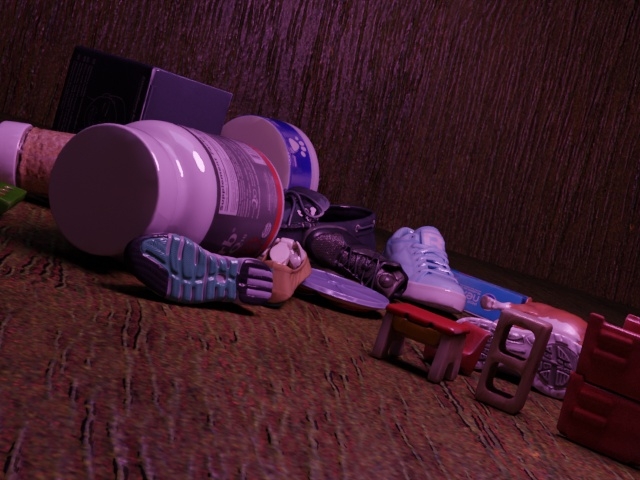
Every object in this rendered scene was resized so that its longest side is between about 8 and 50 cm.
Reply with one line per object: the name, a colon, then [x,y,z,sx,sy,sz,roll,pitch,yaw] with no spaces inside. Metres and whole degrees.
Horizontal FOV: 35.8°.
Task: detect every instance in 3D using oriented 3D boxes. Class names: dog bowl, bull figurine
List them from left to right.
dog bowl: [-0.138,-0.142,2.194,0.265,0.265,0.104,22,8,35]
bull figurine: [0.378,0.163,1.672,0.188,0.101,0.310,9,7,-35]

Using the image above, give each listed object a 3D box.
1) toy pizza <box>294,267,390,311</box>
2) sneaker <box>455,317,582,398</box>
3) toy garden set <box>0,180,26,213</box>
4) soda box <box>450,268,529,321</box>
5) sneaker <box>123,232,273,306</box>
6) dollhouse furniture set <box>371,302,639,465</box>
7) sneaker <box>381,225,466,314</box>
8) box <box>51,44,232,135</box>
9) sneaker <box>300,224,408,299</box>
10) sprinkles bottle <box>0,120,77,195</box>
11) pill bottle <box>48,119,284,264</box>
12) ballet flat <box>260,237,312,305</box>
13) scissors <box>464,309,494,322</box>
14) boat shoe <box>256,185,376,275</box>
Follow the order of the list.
toy pizza: [0.019,0.085,1.648,0.201,0.032,0.201,19,6,-2]
sneaker: [0.303,0.166,1.467,0.232,0.090,0.115,20,2,11]
toy garden set: [-0.550,-0.077,1.359,0.244,0.049,0.204,22,9,-8]
soda box: [0.333,0.119,2.107,0.210,0.071,0.067,21,5,29]
sneaker: [-0.172,0.048,1.284,0.224,0.083,0.098,19,-17,-40]
dollhouse furniture set: [0.286,0.141,1.286,0.374,0.152,0.201,21,6,28]
sneaker: [0.205,0.045,2.029,0.135,0.150,0.366,15,6,-20]
box: [-0.423,-0.253,2.247,0.212,0.293,0.395,13,8,-41]
sneaker: [0.075,0.043,1.846,0.227,0.087,0.130,32,-4,-25]
sprinkles bottle: [-0.374,-0.118,1.686,0.355,0.121,0.121,9,6,-2]
pill bottle: [-0.213,-0.061,1.430,0.210,0.210,0.363,20,6,21]
ballet flat: [-0.053,0.034,1.504,0.080,0.073,0.232,8,15,2]
scissors: [0.383,0.181,1.911,0.297,0.021,0.109,22,9,28]
boat shoe: [-0.068,-0.033,1.928,0.500,0.156,0.187,10,11,-46]
